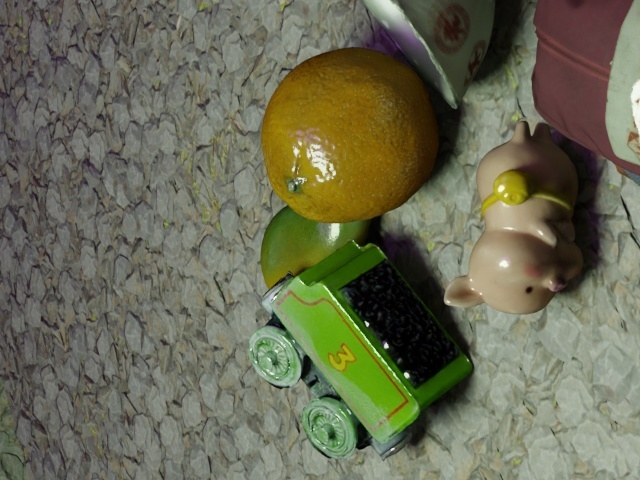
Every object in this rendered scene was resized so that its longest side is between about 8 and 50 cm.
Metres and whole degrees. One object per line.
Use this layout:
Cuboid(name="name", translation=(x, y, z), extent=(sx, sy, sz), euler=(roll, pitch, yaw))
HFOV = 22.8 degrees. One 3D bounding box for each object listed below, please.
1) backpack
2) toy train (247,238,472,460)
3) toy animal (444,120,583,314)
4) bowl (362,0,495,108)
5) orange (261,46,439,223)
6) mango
Cuboid(name="backpack", translation=(0.372, -0.207, 1.817), extent=(0.317, 0.197, 0.283), euler=(35, 123, 51))
Cuboid(name="toy train", translation=(0.045, 0.158, 2.274), extent=(0.307, 0.173, 0.249), euler=(51, 137, 8))
Cuboid(name="toy animal", translation=(0.259, -0.027, 2.022), extent=(0.149, 0.165, 0.248), euler=(23, 106, 55))
Cuboid(name="bowl", translation=(0.137, -0.353, 2.097), extent=(0.157, 0.337, 0.337), euler=(-38, 55, 2))
Cuboid(name="orange", translation=(0.038, -0.141, 2.216), extent=(0.264, 0.264, 0.264), euler=(9, 101, 53))
Cuboid(name="mango", translation=(0.000, 0.000, 2.413), extent=(0.251, 0.114, 0.156), euler=(-42, 57, 38))
